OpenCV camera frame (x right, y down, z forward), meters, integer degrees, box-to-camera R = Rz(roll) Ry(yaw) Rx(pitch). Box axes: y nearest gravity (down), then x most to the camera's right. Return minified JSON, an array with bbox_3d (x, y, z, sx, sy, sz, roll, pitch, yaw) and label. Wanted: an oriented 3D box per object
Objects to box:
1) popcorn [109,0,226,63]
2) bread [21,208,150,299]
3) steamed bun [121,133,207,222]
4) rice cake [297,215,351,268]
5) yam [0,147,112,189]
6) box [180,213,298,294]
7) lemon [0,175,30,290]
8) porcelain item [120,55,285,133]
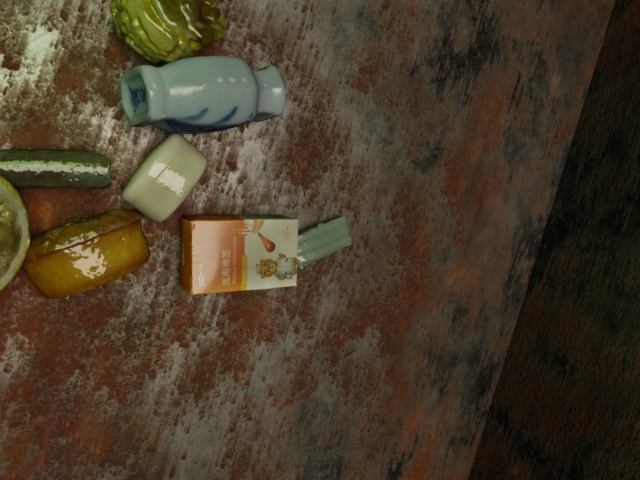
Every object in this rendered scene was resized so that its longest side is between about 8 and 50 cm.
[{"bbox_3d":[-0.385,-0.588,1.193,0.293,0.237,0.293,7,79,-41],"label":"popcorn"},{"bbox_3d":[-0.613,0.039,1.213,0.340,0.179,0.194,-21,108,-22],"label":"bread"},{"bbox_3d":[-0.427,-0.176,1.282,0.146,0.164,0.242,40,79,-25],"label":"steamed bun"},{"bbox_3d":[0.000,0.000,1.586,0.237,0.043,0.127,-26,111,-29],"label":"rice cake"},{"bbox_3d":[-0.679,-0.183,1.185,0.259,0.106,0.106,-3,100,-28],"label":"yam"},{"bbox_3d":[-0.251,0.035,1.423,0.341,0.143,0.225,-2,99,-26],"label":"box"},{"bbox_3d":[-0.867,-0.019,0.997,0.364,0.364,0.364,-5,101,-27],"label":"lemon"},{"bbox_3d":[-0.302,-0.384,1.237,0.405,0.242,0.179,-19,105,-41],"label":"porcelain item"}]
